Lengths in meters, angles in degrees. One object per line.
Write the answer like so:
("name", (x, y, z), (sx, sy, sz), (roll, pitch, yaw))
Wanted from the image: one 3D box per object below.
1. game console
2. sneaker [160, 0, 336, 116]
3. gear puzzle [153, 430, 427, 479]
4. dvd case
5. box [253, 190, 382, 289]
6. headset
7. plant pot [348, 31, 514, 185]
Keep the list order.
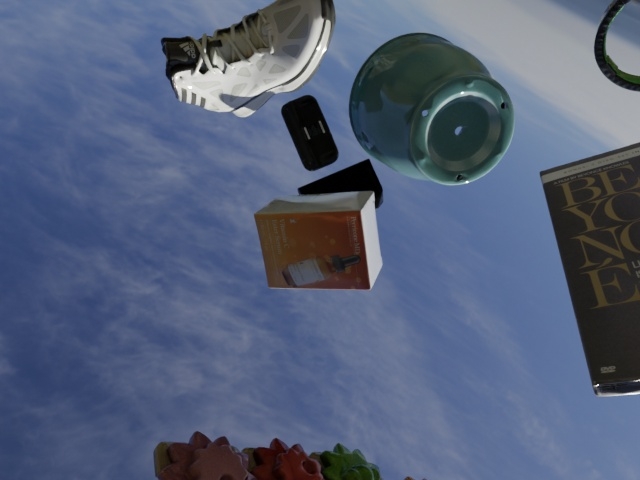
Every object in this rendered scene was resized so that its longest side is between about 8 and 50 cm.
("game console", (0.017, -0.222, 1.260), (0.213, 0.044, 0.362), (-23, -91, -8))
("sneaker", (-0.182, -0.395, 1.002), (0.257, 0.447, 0.169), (-10, -98, -41))
("gear puzzle", (0.029, 0.248, 0.403), (0.338, 0.044, 0.176), (22, -157, -35))
("dvd case", (0.246, -0.007, 0.305), (0.018, 0.164, 0.221), (56, -148, -29))
("box", (0.000, 0.000, 0.730), (0.170, 0.130, 0.091), (-2, -158, 21))
("headset", (0.780, -0.488, 0.961), (0.243, 0.394, 0.185), (42, -128, -12))
("plant pot", (0.211, -0.229, 0.859), (0.271, 0.272, 0.255), (15, -158, -17))
